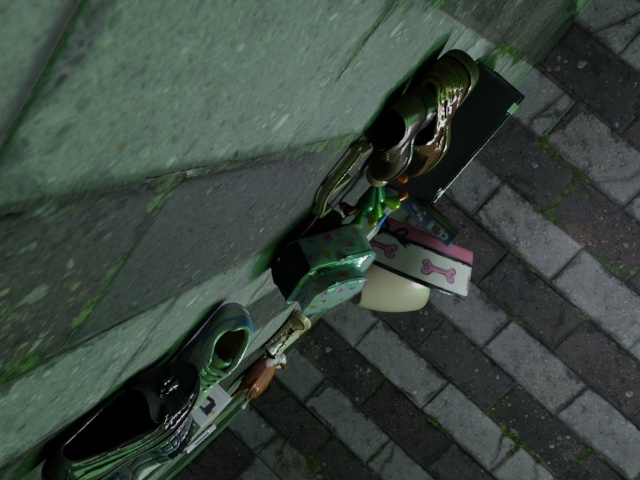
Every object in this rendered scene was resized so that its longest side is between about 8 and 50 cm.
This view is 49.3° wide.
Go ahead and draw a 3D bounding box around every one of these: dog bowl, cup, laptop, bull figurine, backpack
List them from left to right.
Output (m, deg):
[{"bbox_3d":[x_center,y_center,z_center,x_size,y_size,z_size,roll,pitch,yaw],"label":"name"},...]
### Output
[{"bbox_3d":[-0.240,0.527,2.662,0.188,0.101,0.310,-49,173,20],"label":"bull figurine"},{"bbox_3d":[0.017,0.051,1.369,0.188,0.144,0.166,-26,162,-25],"label":"backpack"},{"bbox_3d":[0.213,0.127,2.566,0.236,0.331,0.331,-15,159,-22],"label":"cup"},{"bbox_3d":[0.294,0.038,2.190,0.408,0.407,0.151,-1,114,-80],"label":"dog bowl"},{"bbox_3d":[0.330,-0.318,1.898,0.382,0.236,0.408,-50,-159,20],"label":"laptop"}]

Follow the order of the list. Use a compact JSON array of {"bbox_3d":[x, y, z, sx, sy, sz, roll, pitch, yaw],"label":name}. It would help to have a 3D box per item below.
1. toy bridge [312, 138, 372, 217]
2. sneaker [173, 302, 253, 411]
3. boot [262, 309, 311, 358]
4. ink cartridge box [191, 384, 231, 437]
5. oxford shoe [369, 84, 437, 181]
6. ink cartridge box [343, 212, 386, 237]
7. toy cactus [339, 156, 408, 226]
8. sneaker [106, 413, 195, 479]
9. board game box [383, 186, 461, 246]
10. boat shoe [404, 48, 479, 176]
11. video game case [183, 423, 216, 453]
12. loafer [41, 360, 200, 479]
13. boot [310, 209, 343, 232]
[{"bbox_3d":[0.029,-0.103,1.240,0.063,0.026,0.188,-39,168,-44],"label":"toy bridge"},{"bbox_3d":[-0.203,0.222,1.258,0.229,0.087,0.092,-57,-158,7],"label":"sneaker"},{"bbox_3d":[-0.122,0.336,2.459,0.165,0.077,0.213,-42,174,-26],"label":"boot"},{"bbox_3d":[-0.357,0.516,2.043,0.127,0.072,0.175,-51,173,29],"label":"ink cartridge box"},{"bbox_3d":[0.118,-0.175,1.230,0.096,0.083,0.227,-32,159,-28],"label":"oxford shoe"},{"bbox_3d":[0.060,0.011,1.801,0.231,0.078,0.134,-45,172,-20],"label":"ink cartridge box"},{"bbox_3d":[0.116,-0.118,1.485,0.219,0.112,0.181,-42,152,-25],"label":"toy cactus"},{"bbox_3d":[-0.412,0.486,1.571,0.297,0.111,0.129,-39,-175,-30],"label":"sneaker"},{"bbox_3d":[0.289,-0.085,1.982,0.042,0.243,0.165,-50,172,15],"label":"board game box"},{"bbox_3d":[0.183,-0.217,1.291,0.104,0.110,0.307,-39,160,-29],"label":"boat shoe"},{"bbox_3d":[-0.414,0.605,2.107,0.157,0.019,0.143,-19,-172,32],"label":"video game case"},{"bbox_3d":[-0.293,0.279,1.094,0.302,0.109,0.095,-37,163,-44],"label":"loafer"},{"bbox_3d":[-0.004,0.003,1.496,0.158,0.059,0.084,-50,177,6],"label":"boot"}]
